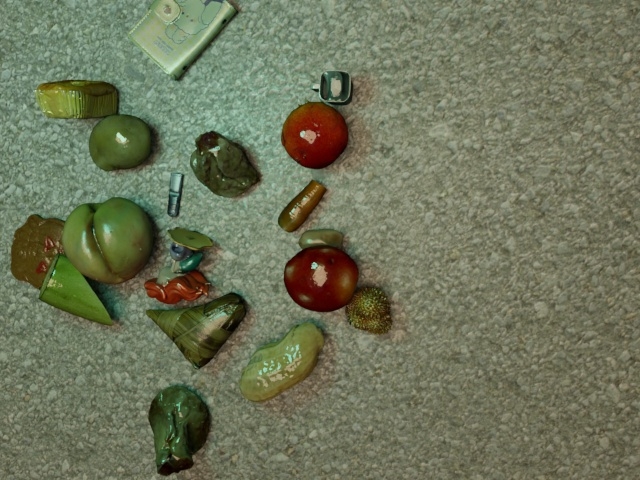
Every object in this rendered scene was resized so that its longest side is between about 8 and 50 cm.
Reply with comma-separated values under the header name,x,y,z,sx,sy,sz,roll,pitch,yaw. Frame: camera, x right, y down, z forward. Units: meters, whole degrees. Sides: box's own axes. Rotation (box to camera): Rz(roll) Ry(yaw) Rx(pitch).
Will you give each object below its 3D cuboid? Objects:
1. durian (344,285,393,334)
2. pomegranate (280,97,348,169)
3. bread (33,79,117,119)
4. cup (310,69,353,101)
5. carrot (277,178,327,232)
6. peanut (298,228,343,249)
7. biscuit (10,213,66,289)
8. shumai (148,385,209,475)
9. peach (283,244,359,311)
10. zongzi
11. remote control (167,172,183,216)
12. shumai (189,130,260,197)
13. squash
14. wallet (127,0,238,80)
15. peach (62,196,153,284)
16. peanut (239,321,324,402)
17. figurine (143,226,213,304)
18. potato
name,x,y,z,sx,sy,sz,roll,pitch,yaw
durian,0.157,0.225,1.828,0.168,0.137,0.158,11,101,22
pomegranate,-0.018,-0.336,1.759,0.211,0.210,0.235,-9,55,10
bread,-0.778,-0.457,1.817,0.153,0.288,0.119,4,107,9
cup,0.036,-0.475,1.763,0.128,0.129,0.095,4,96,8
carrot,-0.061,-0.112,1.844,0.087,0.087,0.193,42,103,2
peanut,0.000,0.000,1.855,0.152,0.076,0.076,-6,96,12
biscuit,-0.993,0.044,2.026,0.258,0.049,0.272,21,98,6
shumai,-0.509,0.654,1.946,0.222,0.204,0.271,-31,87,10
peach,-0.001,0.119,1.790,0.244,0.199,0.243,3,134,3
zongzi,-0.427,0.248,1.928,0.288,0.134,0.286,40,95,10
remote control,-0.501,-0.155,1.937,0.044,0.027,0.152,9,96,12
shumai,-0.329,-0.238,1.818,0.184,0.185,0.218,-38,90,11
squash,-0.819,0.170,1.953,0.261,0.189,0.189,25,101,-26
wallet,-0.451,-0.707,1.839,0.223,0.077,0.309,44,99,-1
peach,-0.702,0.001,1.882,0.293,0.247,0.291,-5,113,-12
peanut,-0.125,0.417,1.880,0.340,0.174,0.158,-29,126,11
figurine,-0.466,0.108,1.892,0.209,0.181,0.256,15,108,-22
potato,-0.671,-0.323,1.877,0.235,0.160,0.177,-29,72,24
